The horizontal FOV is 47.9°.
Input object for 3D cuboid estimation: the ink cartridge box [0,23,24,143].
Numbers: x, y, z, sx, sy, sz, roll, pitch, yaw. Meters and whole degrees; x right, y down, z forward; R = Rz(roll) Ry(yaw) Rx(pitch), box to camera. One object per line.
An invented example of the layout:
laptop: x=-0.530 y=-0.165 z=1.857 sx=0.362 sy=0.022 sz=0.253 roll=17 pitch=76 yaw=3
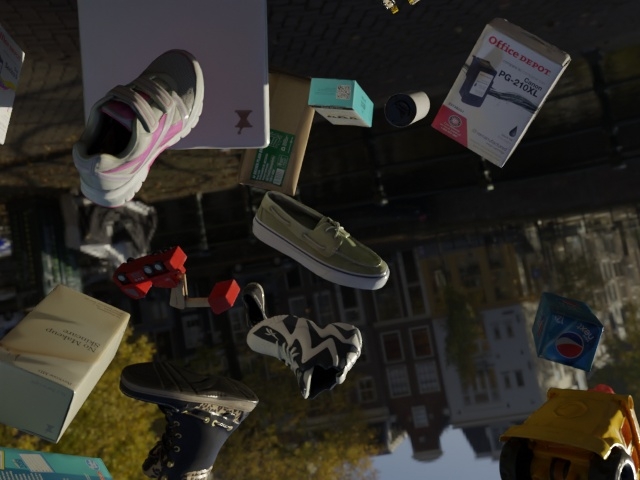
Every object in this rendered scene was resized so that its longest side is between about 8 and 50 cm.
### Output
ink cartridge box: x=-0.682 y=-0.320 z=1.436 sx=0.093 sy=0.213 sz=0.154 roll=6 pitch=166 yaw=0

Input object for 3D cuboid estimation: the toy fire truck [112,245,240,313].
toy fire truck: x=-0.252 y=0.077 z=1.249 sx=0.192 sy=0.135 sz=0.047 roll=-16 pitch=-148 yaw=29

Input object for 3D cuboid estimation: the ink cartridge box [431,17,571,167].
ink cartridge box: x=0.360 y=-0.298 z=1.445 sx=0.100 sy=0.172 sz=0.237 roll=-41 pitch=161 yaw=-56

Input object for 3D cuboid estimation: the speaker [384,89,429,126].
speaker: x=0.148 y=-0.224 z=1.213 sx=0.055 sy=0.055 sz=0.136 roll=-12 pitch=-170 yaw=19

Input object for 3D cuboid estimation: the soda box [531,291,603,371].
soda box: x=0.352 y=0.126 z=1.040 sx=0.071 sy=0.067 sz=0.210 roll=16 pitch=-172 yaw=13

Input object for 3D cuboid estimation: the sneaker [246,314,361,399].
sneaker: x=-0.046 y=0.230 z=1.382 sx=0.234 sy=0.094 sz=0.153 roll=6 pitch=-144 yaw=12

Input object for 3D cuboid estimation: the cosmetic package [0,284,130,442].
cosmetic package: x=-0.472 y=0.208 z=1.292 sx=0.160 sy=0.113 sz=0.309 roll=23 pitch=-164 yaw=-7

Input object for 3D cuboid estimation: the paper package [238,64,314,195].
paper package: x=-0.125 y=-0.327 z=2.085 sx=0.168 sy=0.325 sz=0.309 roll=13 pitch=-166 yaw=-9

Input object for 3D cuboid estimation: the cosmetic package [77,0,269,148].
cosmetic package: x=-0.277 y=-0.357 z=1.425 sx=0.329 sy=0.328 sz=0.394 roll=-2 pitch=-167 yaw=-9

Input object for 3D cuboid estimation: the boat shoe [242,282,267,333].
boat shoe: x=-0.179 y=0.221 z=1.960 sx=0.075 sy=0.206 sz=0.065 roll=-5 pitch=-165 yaw=14

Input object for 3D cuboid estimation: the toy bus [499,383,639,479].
toy bus: x=0.353 y=0.294 z=0.929 sx=0.149 sy=0.220 sz=0.211 roll=-5 pitch=-159 yaw=45

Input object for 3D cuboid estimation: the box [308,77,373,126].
box: x=0.051 y=-0.312 z=1.647 sx=0.100 sy=0.060 sz=0.244 roll=6 pitch=180 yaw=13

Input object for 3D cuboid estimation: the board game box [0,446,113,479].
board game box: x=-0.452 y=0.390 z=1.045 sx=0.336 sy=0.079 sz=0.253 roll=21 pitch=-179 yaw=-35

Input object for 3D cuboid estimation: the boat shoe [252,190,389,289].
boat shoe: x=0.000 y=0.000 z=1.431 sx=0.302 sy=0.094 sz=0.109 roll=24 pitch=-145 yaw=11

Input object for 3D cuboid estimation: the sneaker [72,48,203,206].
sneaker: x=-0.246 y=-0.168 z=0.988 sx=0.102 sy=0.252 sz=0.111 roll=27 pitch=163 yaw=7

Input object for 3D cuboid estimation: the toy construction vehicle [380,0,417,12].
toy construction vehicle: x=0.172 y=-0.542 z=1.569 sx=0.085 sy=0.035 sz=0.098 roll=-33 pitch=157 yaw=20

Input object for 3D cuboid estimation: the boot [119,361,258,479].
boot: x=-0.363 y=0.461 z=1.782 sx=0.377 sy=0.284 sz=0.138 roll=20 pitch=-167 yaw=-42
